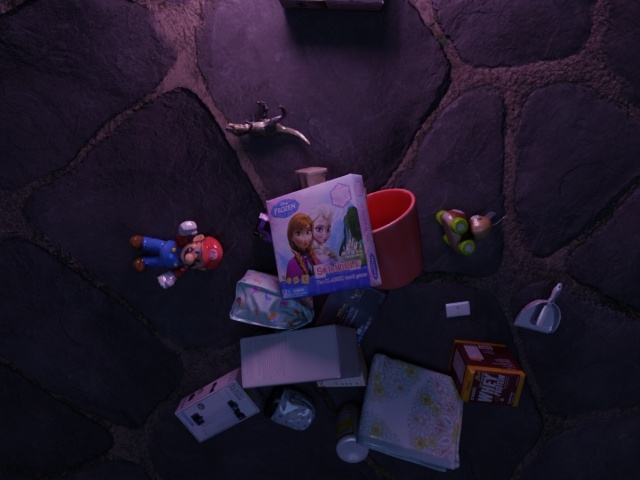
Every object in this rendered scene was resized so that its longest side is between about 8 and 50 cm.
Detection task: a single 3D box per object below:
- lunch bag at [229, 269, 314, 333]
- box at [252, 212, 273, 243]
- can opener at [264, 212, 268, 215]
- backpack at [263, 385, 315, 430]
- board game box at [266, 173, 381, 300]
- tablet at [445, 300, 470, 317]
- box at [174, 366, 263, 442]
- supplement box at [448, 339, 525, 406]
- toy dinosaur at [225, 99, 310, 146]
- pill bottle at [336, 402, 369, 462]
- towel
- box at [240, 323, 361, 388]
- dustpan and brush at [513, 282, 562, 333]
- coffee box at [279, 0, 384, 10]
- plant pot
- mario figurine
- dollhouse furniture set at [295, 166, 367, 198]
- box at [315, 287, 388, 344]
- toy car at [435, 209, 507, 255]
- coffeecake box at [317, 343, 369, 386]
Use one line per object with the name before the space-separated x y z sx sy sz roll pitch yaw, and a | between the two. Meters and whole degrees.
lunch bag | -0.149 0.207 1.539 0.263 0.223 0.159 14 97 -3
box | -0.140 -0.022 1.537 0.162 0.029 0.116 23 146 -6
can opener | -0.107 -0.073 1.540 0.186 0.073 0.059 7 116 10
backpack | -0.112 0.639 1.732 0.182 0.115 0.151 24 104 -8
board game box | 0.000 0.000 1.339 0.319 0.066 0.317 -14 83 34
tablet | 0.494 0.248 1.641 0.084 0.006 0.054 -9 106 4
box | -0.387 0.633 1.754 0.290 0.087 0.169 -30 104 11
supplement box | 0.578 0.462 1.605 0.192 0.194 0.128 6 108 1
toy dinosaur | -0.160 -0.376 1.448 0.269 0.064 0.118 7 114 -2
pill bottle | 0.115 0.703 1.688 0.118 0.215 0.117 1 107 2
towel | 0.331 0.611 1.625 0.375 0.320 0.090 20 150 -7
box | -0.065 0.394 1.537 0.346 0.215 0.168 -12 72 20
dustpan and brush | 0.787 0.234 1.595 0.148 0.060 0.210 14 107 -2
coffee box | 0.036 -0.751 1.289 0.298 0.119 0.167 4 106 1
plant pot | 0.203 0.005 1.457 0.275 0.274 0.243 -19 116 8
mario figurine | -0.487 0.048 1.529 0.321 0.169 0.198 -1 142 11
dollhouse furniture set | 0.033 -0.181 1.481 0.184 0.129 0.129 -16 107 -18
box | 0.110 0.239 1.626 0.184 0.059 0.232 25 107 -4
toy car | 0.499 -0.054 1.478 0.189 0.155 0.148 -24 105 -1
coffeecake box | 0.066 0.457 1.663 0.186 0.068 0.142 -9 112 21
